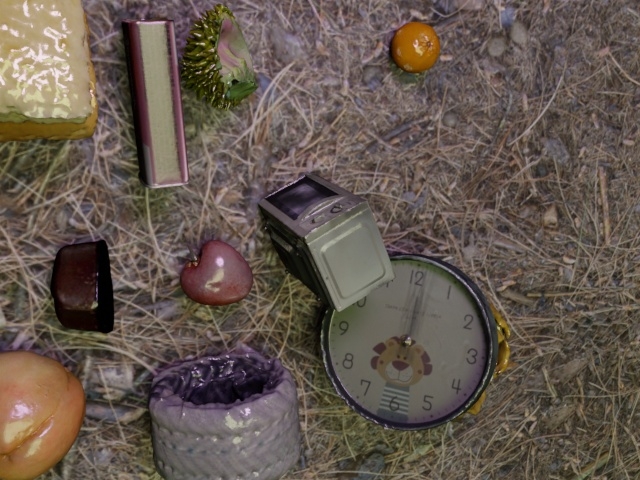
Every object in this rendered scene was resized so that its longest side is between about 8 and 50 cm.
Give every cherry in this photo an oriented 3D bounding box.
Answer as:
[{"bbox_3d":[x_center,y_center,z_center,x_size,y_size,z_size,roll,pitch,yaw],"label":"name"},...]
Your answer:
[{"bbox_3d":[-0.163,0.053,1.079,0.126,0.087,0.106,11,107,-25],"label":"cherry"}]

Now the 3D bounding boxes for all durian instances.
[{"bbox_3d":[-0.150,-0.247,0.930,0.095,0.221,0.137,-16,102,3],"label":"durian"}]

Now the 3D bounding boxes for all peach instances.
[{"bbox_3d":[-0.434,0.255,0.972,0.184,0.184,0.184,-8,111,-23],"label":"peach"}]

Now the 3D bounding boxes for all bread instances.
[{"bbox_3d":[-0.462,-0.229,0.780,0.375,0.165,0.237,-6,83,-22],"label":"bread"}]

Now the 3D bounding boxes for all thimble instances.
[{"bbox_3d":[-0.156,0.291,1.098,0.245,0.217,0.157,-4,106,-7],"label":"thimble"}]

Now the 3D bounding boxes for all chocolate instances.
[{"bbox_3d":[-0.355,0.081,0.989,0.080,0.125,0.149,-1,113,-8],"label":"chocolate"}]

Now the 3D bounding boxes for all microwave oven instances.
[{"bbox_3d":[0.000,0.000,1.069,0.129,0.205,0.163,-29,116,-14],"label":"microwave oven"}]

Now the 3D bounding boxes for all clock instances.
[{"bbox_3d":[0.149,0.175,1.163,0.313,0.312,0.061,-62,162,5],"label":"clock"}]

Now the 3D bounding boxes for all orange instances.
[{"bbox_3d":[0.157,-0.318,1.111,0.083,0.070,0.083,-7,106,-25],"label":"orange"}]

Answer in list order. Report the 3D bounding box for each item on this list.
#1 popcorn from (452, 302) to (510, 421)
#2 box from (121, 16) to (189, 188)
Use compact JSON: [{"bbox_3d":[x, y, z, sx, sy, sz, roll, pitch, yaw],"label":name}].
[{"bbox_3d":[0.242,0.208,1.267,0.250,0.190,0.250,1,88,-31],"label":"popcorn"},{"bbox_3d":[-0.231,-0.195,0.944,0.069,0.120,0.224,-8,112,-19],"label":"box"}]
